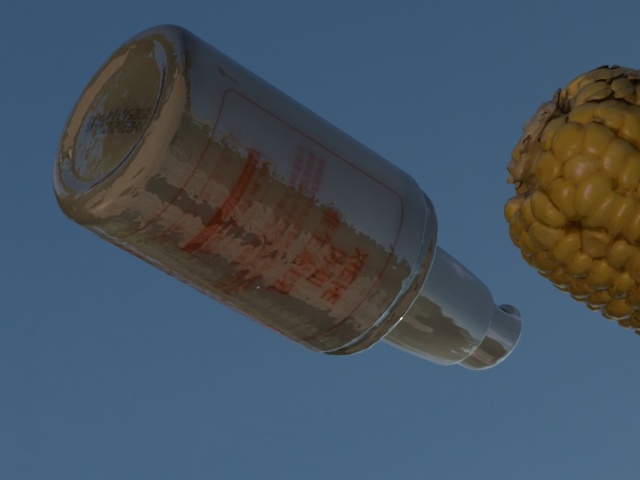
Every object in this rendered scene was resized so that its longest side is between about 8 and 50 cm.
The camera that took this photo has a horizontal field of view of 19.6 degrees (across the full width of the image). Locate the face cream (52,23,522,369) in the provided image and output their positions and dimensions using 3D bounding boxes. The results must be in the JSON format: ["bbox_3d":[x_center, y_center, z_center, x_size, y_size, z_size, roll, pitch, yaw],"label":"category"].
[{"bbox_3d":[0.000,0.000,0.875,0.251,0.101,0.101,31,-50,-32],"label":"face cream"}]

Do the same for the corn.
[{"bbox_3d":[0.148,0.016,0.540,0.203,0.072,0.072,26,-61,0],"label":"corn"}]
